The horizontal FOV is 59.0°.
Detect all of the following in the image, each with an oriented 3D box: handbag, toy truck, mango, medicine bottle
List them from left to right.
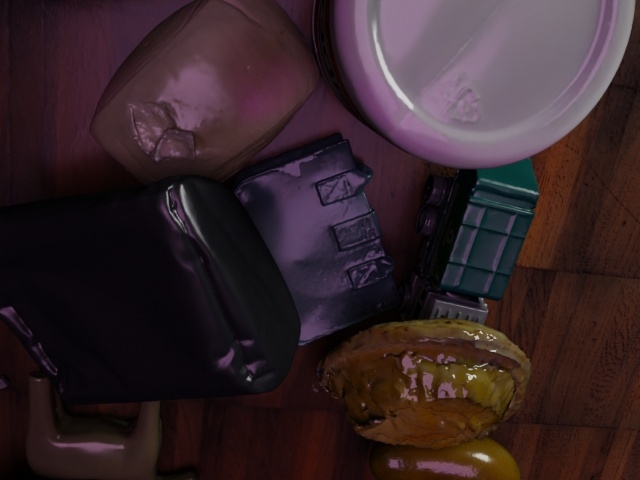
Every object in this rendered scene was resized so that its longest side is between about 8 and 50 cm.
[{"bbox_3d":[-0.195,0.035,0.612,0.301,0.178,0.275,-8,116,22],"label":"handbag"},{"bbox_3d":[0.000,0.000,0.706,0.179,0.062,0.229,-22,109,-2],"label":"handbag"},{"bbox_3d":[0.174,0.325,0.805,0.227,0.099,0.136,13,138,-12],"label":"mango"},{"bbox_3d":[0.123,-0.212,0.550,0.252,0.241,0.253,-2,109,-5],"label":"medicine bottle"},{"bbox_3d":[0.178,0.009,0.697,0.114,0.124,0.254,13,106,-7],"label":"toy truck"}]

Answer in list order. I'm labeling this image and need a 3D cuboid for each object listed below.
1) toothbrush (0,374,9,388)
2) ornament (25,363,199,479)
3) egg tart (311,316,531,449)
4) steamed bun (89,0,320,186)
[{"bbox_3d":[-0.504,0.223,0.747,0.194,0.017,0.014,-24,115,-1],"label":"toothbrush"},{"bbox_3d":[-0.275,0.284,0.770,0.230,0.061,0.245,7,110,-11],"label":"ornament"},{"bbox_3d":[0.118,0.196,0.698,0.290,0.107,0.291,4,143,3],"label":"egg tart"},{"bbox_3d":[-0.120,-0.150,0.590,0.238,0.153,0.170,-40,109,10],"label":"steamed bun"}]
